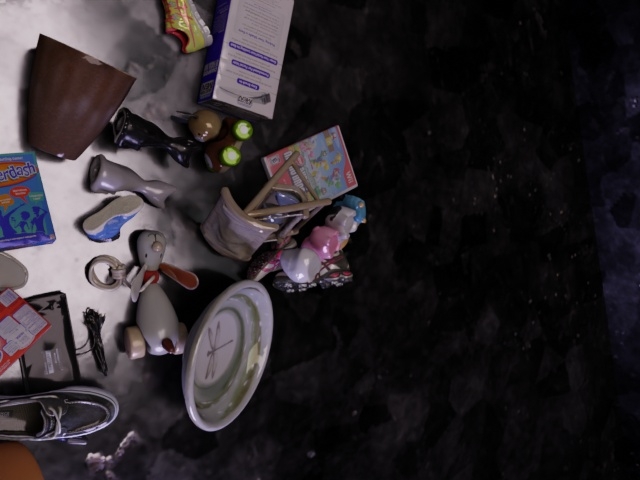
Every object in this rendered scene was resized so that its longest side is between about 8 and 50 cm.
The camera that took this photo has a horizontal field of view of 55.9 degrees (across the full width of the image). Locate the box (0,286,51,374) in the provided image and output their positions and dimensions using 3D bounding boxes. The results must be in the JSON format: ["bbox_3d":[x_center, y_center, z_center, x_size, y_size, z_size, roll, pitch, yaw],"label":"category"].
[{"bbox_3d":[-0.709,0.235,1.249,0.128,0.122,0.257,46,40,-12],"label":"box"}]

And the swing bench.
[{"bbox_3d":[-0.152,-0.068,1.578,0.254,0.253,0.165,-32,86,-29],"label":"swing bench"}]

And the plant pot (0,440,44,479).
[{"bbox_3d":[-0.714,0.555,1.266,0.203,0.291,0.291,-15,102,-49],"label":"plant pot"}]

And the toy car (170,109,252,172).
[{"bbox_3d":[-0.296,-0.275,1.556,0.188,0.155,0.149,28,78,-23],"label":"toy car"}]

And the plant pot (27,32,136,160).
[{"bbox_3d":[-0.560,-0.306,1.353,0.215,0.215,0.230,21,97,-34],"label":"plant pot"}]

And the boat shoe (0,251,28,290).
[{"bbox_3d":[-0.766,0.060,1.293,0.254,0.079,0.095,12,71,-43],"label":"boat shoe"}]

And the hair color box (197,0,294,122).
[{"bbox_3d":[-0.199,-0.509,1.624,0.185,0.110,0.339,13,85,-36],"label":"hair color box"}]

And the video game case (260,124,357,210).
[{"bbox_3d":[-0.027,-0.203,1.814,0.285,0.025,0.204,-29,109,-30],"label":"video game case"}]

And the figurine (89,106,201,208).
[{"bbox_3d":[-0.425,-0.187,1.475,0.209,0.092,0.215,20,112,-38],"label":"figurine"}]

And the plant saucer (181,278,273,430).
[{"bbox_3d":[-0.260,0.289,1.589,0.400,0.100,0.400,-44,141,-52],"label":"plant saucer"}]

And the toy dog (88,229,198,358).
[{"bbox_3d":[-0.406,0.155,1.499,0.220,0.161,0.334,-29,109,-29],"label":"toy dog"}]

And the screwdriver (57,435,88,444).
[{"bbox_3d":[-0.645,0.470,1.450,0.170,0.024,0.025,22,52,-27],"label":"screwdriver"}]

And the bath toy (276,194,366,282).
[{"bbox_3d":[0.000,0.000,1.733,0.348,0.129,0.151,-45,141,-42],"label":"bath toy"}]

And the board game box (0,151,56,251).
[{"bbox_3d":[-0.686,-0.084,1.317,0.160,0.047,0.210,-13,84,-38],"label":"board game box"}]

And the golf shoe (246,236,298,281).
[{"bbox_3d":[-0.131,0.062,1.736,0.186,0.067,0.086,-46,118,-23],"label":"golf shoe"}]

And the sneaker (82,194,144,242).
[{"bbox_3d":[-0.496,-0.048,1.471,0.152,0.084,0.058,-36,69,-20],"label":"sneaker"}]

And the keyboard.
[{"bbox_3d":[-0.609,0.278,1.450,0.201,0.033,0.317,-10,100,-27],"label":"keyboard"}]

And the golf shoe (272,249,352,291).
[{"bbox_3d":[-0.032,0.087,1.804,0.273,0.105,0.120,-4,78,-38],"label":"golf shoe"}]

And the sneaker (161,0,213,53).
[{"bbox_3d":[-0.363,-0.569,1.525,0.094,0.081,0.208,-41,113,-18],"label":"sneaker"}]

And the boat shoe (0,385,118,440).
[{"bbox_3d":[-0.627,0.407,1.366,0.335,0.119,0.121,2,94,-28],"label":"boat shoe"}]
